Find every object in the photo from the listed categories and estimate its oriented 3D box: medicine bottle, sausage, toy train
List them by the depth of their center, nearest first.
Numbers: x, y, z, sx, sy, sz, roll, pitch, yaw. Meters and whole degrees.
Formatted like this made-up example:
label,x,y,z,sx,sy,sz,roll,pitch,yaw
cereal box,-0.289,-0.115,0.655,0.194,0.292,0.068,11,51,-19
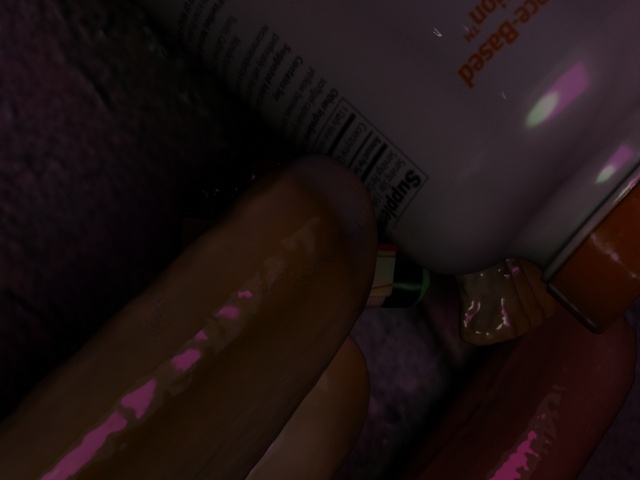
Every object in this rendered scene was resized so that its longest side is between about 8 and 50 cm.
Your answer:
label,x,y,z,sx,sy,sz,roll,pitch,yaw
medicine bottle,0.044,-0.092,0.817,0.289,0.157,0.157,43,67,8
toy train,0.000,0.000,0.920,0.138,0.050,0.087,1,95,-32
sausage,0.091,0.105,0.962,0.077,0.077,0.194,46,69,-23

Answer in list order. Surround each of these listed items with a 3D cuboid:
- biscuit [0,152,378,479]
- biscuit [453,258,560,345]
label,x,y,z,sx,sy,sz,roll,pitch,yaw
biscuit,-0.079,0.114,0.792,0.062,0.237,0.291,38,65,21
biscuit,0.087,-0.075,0.947,0.176,0.031,0.228,-26,102,-50
